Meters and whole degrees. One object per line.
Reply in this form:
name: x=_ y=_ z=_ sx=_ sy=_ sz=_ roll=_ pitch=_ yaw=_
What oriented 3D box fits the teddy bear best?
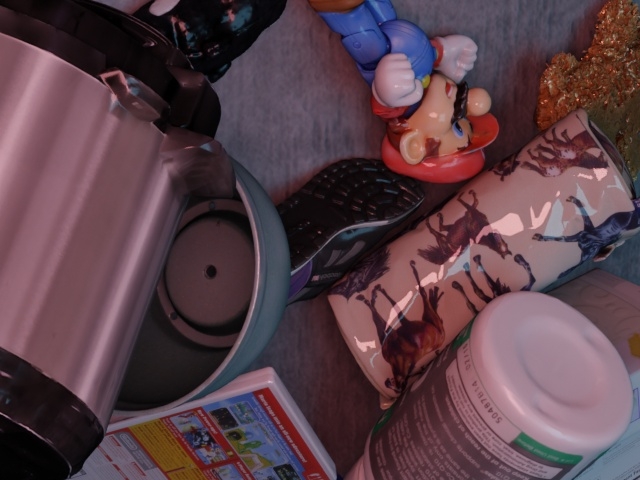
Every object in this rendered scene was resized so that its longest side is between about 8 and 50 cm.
teddy bear: x=0.398 y=-0.201 z=1.897 sx=0.338 sy=0.113 sz=0.245 roll=-42 pitch=133 yaw=-26

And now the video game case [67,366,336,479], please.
video game case: x=-0.149 y=0.240 z=1.577 sx=0.285 sy=0.025 sz=0.204 roll=-16 pitch=136 yaw=12

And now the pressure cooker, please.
pressure cooker: x=-0.297 y=-0.038 z=1.229 sx=0.370 sy=0.375 sz=0.420 roll=28 pitch=64 yaw=-26

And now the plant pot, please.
plant pot: x=-0.148 y=0.031 z=1.489 sx=0.196 sy=0.293 sz=0.293 roll=6 pitch=105 yaw=-64

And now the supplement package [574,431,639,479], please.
supplement package: x=0.277 y=0.302 z=1.916 sx=0.262 sy=0.204 sz=0.145 roll=-24 pitch=121 yaw=-27

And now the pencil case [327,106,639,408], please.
pencil case: x=0.199 y=0.027 z=1.718 sx=0.410 sy=0.160 sz=0.183 roll=-35 pitch=100 yaw=4

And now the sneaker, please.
sneaker: x=0.000 y=0.000 z=1.695 sx=0.283 sy=0.107 sz=0.124 roll=-27 pitch=149 yaw=-33

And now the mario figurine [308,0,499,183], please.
mario figurine: x=0.122 y=-0.203 z=1.643 sx=0.198 sy=0.170 sz=0.320 roll=-46 pitch=125 yaw=-18

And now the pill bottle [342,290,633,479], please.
pill bottle: x=0.176 y=0.237 z=1.642 sx=0.204 sy=0.204 sz=0.361 roll=-1 pitch=143 yaw=-36

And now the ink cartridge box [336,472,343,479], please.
ink cartridge box: x=-0.049 y=0.307 z=1.753 sx=0.207 sy=0.097 sz=0.046 roll=15 pitch=98 yaw=-38

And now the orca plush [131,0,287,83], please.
orca plush: x=-0.142 y=-0.223 z=1.487 sx=0.287 sy=0.102 sz=0.151 roll=-10 pitch=112 yaw=-33

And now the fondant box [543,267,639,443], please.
fondant box: x=0.335 y=0.168 z=1.886 sx=0.330 sy=0.238 sz=0.096 roll=-24 pitch=120 yaw=-27
